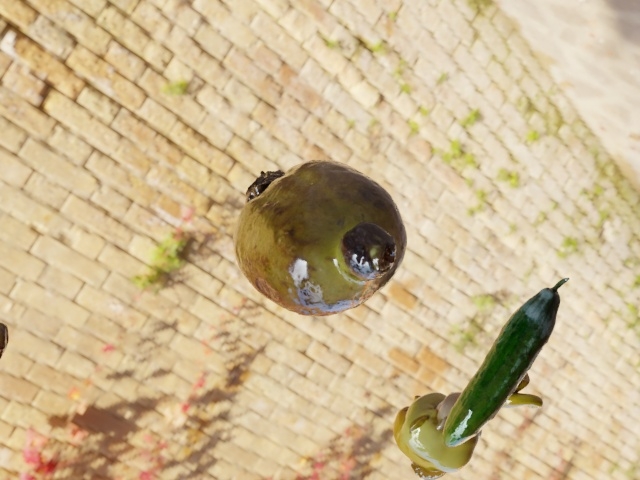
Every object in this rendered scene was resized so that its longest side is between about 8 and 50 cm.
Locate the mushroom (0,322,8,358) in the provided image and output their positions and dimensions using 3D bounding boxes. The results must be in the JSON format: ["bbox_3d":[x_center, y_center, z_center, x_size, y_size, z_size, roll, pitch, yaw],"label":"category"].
[{"bbox_3d":[-0.511,0.213,1.107,0.233,0.302,0.208,21,126,30],"label":"mushroom"}]

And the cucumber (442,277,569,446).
[{"bbox_3d":[0.222,0.145,1.186,0.056,0.250,0.056,33,-178,-1],"label":"cucumber"}]

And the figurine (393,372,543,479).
[{"bbox_3d":[0.209,0.266,1.494,0.156,0.246,0.131,-2,-124,-48],"label":"figurine"}]

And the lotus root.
[{"bbox_3d":[0.000,0.000,1.045,0.141,0.169,0.314,55,171,-22],"label":"lotus root"}]
